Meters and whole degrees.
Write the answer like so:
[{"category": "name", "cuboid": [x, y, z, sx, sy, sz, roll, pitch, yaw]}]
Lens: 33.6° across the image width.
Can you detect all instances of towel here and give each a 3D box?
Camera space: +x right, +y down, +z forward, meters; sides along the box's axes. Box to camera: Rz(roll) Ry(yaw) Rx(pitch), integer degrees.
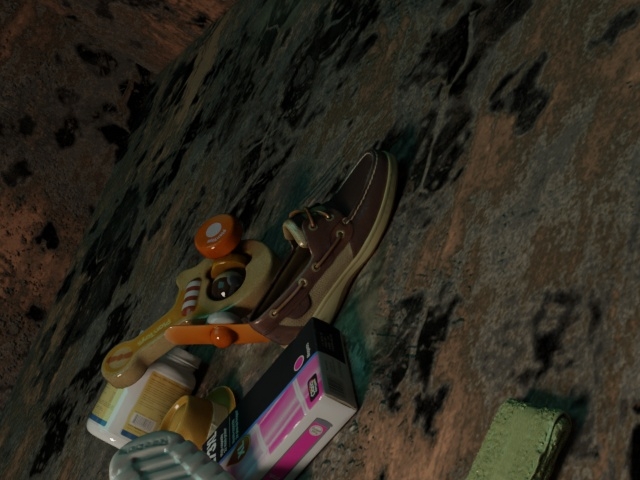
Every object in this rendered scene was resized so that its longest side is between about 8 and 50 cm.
[{"category": "towel", "cuboid": [0.187, 0.229, 1.048, 0.148, 0.027, 0.110, -65, 22, -10]}]

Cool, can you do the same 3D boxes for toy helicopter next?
[{"category": "toy helicopter", "cuboid": [-0.211, 0.136, 1.773, 0.355, 0.140, 0.235, -37, 39, 0]}]

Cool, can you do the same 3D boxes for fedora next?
[{"category": "fedora", "cuboid": [-0.212, 0.314, 1.717, 0.194, 0.079, 0.194, -46, 27, 31]}]

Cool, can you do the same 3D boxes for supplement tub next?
[{"category": "supplement tub", "cuboid": [-0.309, 0.275, 1.884, 0.200, 0.144, 0.144, -63, 23, -10]}]

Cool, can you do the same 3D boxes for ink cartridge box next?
[{"category": "ink cartridge box", "cuboid": [-0.088, 0.295, 1.507, 0.371, 0.069, 0.176, -53, 23, 22]}]

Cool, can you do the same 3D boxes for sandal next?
[{"category": "sandal", "cuboid": [-0.136, 0.393, 1.358, 0.169, 0.102, 0.416, -23, 39, -19]}]

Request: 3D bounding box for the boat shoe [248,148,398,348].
[{"category": "boat shoe", "cuboid": [0.000, 0.000, 1.599, 0.342, 0.123, 0.123, -61, 22, -4]}]
